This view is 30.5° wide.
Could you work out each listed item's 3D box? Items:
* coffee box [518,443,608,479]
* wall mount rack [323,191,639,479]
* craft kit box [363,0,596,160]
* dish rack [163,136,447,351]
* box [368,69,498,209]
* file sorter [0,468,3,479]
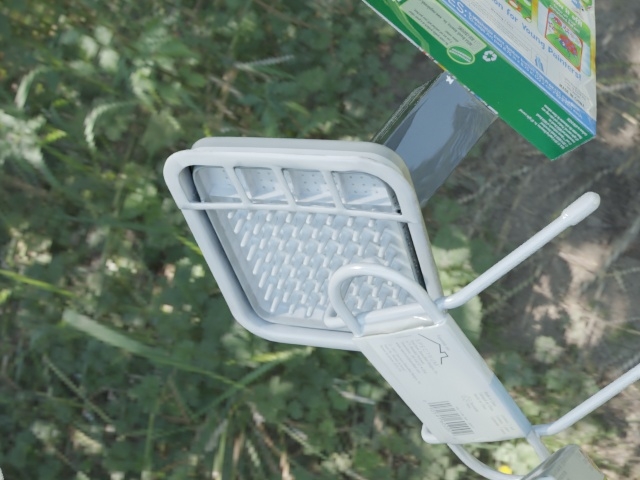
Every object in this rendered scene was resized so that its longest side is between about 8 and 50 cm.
[{"bbox_3d":[0.182,0.413,0.991,0.337,0.338,0.334,-40,76,8],"label":"coffee box"},{"bbox_3d":[0.181,0.099,1.200,0.304,0.350,0.130,-14,37,39],"label":"wall mount rack"},{"bbox_3d":[0.146,-0.233,1.035,0.061,0.250,0.247,-30,33,41],"label":"craft kit box"},{"bbox_3d":[0.000,0.000,1.326,0.285,0.333,0.072,3,49,22],"label":"dish rack"},{"bbox_3d":[0.106,-0.096,1.609,0.103,0.184,0.261,40,84,-4],"label":"box"},{"bbox_3d":[-0.298,0.148,0.636,0.173,0.278,0.193,-3,56,3],"label":"file sorter"}]
